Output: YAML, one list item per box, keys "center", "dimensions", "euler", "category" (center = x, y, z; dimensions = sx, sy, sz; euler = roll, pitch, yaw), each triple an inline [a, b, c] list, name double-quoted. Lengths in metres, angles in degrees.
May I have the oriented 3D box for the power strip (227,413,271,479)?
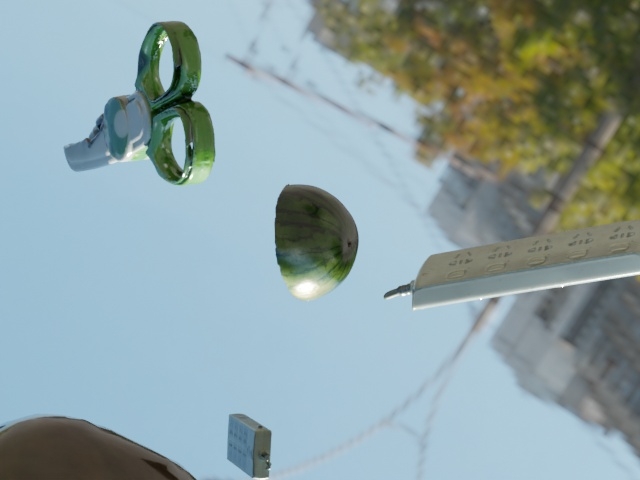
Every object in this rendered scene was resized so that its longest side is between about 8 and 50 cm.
- center: [-0.068, 0.199, 1.798]
  dimensions: [0.019, 0.051, 0.136]
  euler: [4, -177, -15]
  category: "power strip"

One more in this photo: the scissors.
- center: [-0.120, -0.072, 1.194]
  dimensions: [0.027, 0.101, 0.204]
  euler: [-5, 173, -28]
  category: "scissors"

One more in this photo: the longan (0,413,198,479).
- center: [-0.205, 0.286, 1.433]
  dimensions: [0.297, 0.297, 0.297]
  euler: [28, -164, -9]
  category: "longan"

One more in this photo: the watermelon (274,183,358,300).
- center: [0.000, 0.000, 1.636]
  dimensions: [0.062, 0.105, 0.105]
  euler: [-5, -178, 22]
  category: "watermelon"

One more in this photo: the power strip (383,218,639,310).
- center: [0.169, 0.023, 1.571]
  dimensions: [0.060, 0.253, 0.027]
  euler: [-63, -42, -57]
  category: "power strip"
